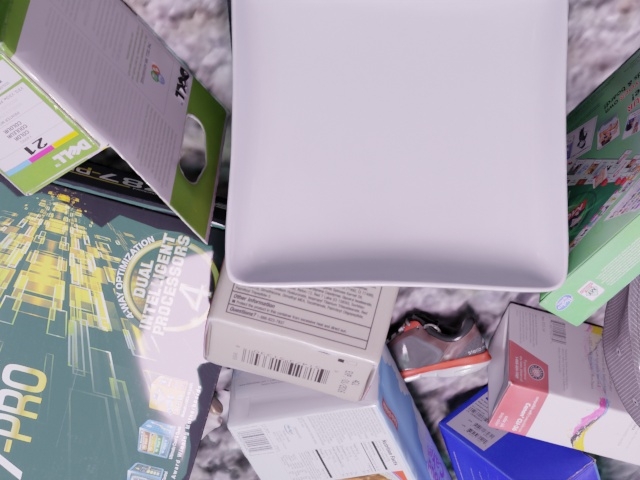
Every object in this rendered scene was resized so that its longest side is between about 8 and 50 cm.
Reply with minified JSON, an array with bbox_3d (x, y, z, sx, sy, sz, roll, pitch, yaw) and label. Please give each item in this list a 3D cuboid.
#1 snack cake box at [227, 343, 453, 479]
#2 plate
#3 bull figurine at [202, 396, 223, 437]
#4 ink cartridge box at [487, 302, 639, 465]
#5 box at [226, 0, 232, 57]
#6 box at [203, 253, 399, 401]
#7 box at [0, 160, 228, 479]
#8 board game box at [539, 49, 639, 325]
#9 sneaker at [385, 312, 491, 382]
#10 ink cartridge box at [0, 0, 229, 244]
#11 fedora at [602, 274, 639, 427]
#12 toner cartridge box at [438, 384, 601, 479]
[{"bbox_3d":[0.027,0.212,1.914,0.152,0.089,0.264,-10,137,16],"label":"snack cake box"},{"bbox_3d":[0.063,-0.096,1.596,0.278,0.277,0.045,1,173,-4],"label":"plate"},{"bbox_3d":[-0.249,0.156,1.949,0.188,0.101,0.310,-31,122,26],"label":"bull figurine"},{"bbox_3d":[0.263,0.143,1.877,0.198,0.115,0.067,15,130,-7],"label":"ink cartridge box"},{"bbox_3d":[0.002,-0.191,1.663,0.162,0.029,0.116,-1,132,4],"label":"box"},{"bbox_3d":[0.000,0.000,1.673,0.149,0.232,0.127,15,159,1],"label":"box"},{"bbox_3d":[-0.255,0.118,1.818,0.318,0.097,0.394,17,106,-3],"label":"box"},{"bbox_3d":[0.294,-0.098,1.595,0.046,0.213,0.317,30,128,-20],"label":"board game box"},{"bbox_3d":[0.089,0.102,1.911,0.158,0.061,0.064,-9,99,22],"label":"sneaker"},{"bbox_3d":[-0.199,-0.114,1.643,0.097,0.188,0.255,-28,124,26],"label":"ink cartridge box"},{"bbox_3d":[0.342,0.084,1.781,0.124,0.244,0.275,-10,105,56],"label":"fedora"},{"bbox_3d":[0.236,0.320,2.003,0.075,0.165,0.347,-34,131,-17],"label":"toner cartridge box"}]
